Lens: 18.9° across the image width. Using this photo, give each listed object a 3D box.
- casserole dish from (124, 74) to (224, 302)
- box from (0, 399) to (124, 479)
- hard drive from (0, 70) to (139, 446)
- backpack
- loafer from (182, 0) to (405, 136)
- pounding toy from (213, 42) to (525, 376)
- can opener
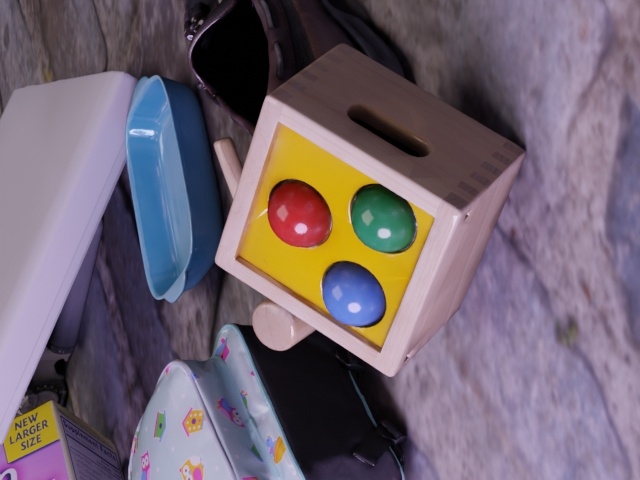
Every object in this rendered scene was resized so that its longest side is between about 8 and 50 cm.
[{"bbox_3d":[-0.114,-0.042,1.518,0.114,0.037,0.188,131,133,-56],"label":"casserole dish"},{"bbox_3d":[-0.266,0.298,1.637,0.117,0.213,0.243,48,-160,-54],"label":"box"},{"bbox_3d":[-0.274,0.027,1.646,0.233,0.047,0.353,-1,64,58],"label":"hard drive"},{"bbox_3d":[-0.043,0.165,1.252,0.166,0.144,0.188,60,146,37],"label":"backpack"},{"bbox_3d":[-0.044,-0.130,1.285,0.302,0.095,0.109,-137,51,-57],"label":"loafer"},{"bbox_3d":[-0.009,-0.001,1.114,0.181,0.094,0.206,32,130,15],"label":"pounding toy"},{"bbox_3d":[-0.268,0.069,1.815,0.093,0.074,0.280,-115,33,-42],"label":"can opener"}]
